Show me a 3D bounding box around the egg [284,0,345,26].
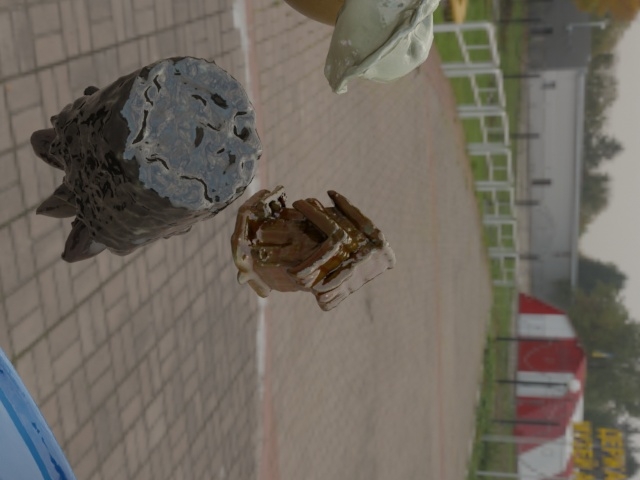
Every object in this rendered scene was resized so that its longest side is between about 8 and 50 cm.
[{"bbox_3d":[0.051,-0.497,1.678,0.250,0.323,0.250,24,90,-85],"label":"egg"}]

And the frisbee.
[{"bbox_3d":[-0.184,0.116,0.534,0.242,0.045,0.242,54,-13,19],"label":"frisbee"}]

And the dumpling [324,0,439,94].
[{"bbox_3d":[0.105,-0.318,1.438,0.147,0.193,0.258,45,77,-21],"label":"dumpling"}]

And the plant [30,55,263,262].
[{"bbox_3d":[-0.189,-0.084,1.029,0.194,0.321,0.181,-22,95,-32],"label":"plant"}]

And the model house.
[{"bbox_3d":[-0.002,0.000,1.509,0.199,0.229,0.219,72,20,-60],"label":"model house"}]
